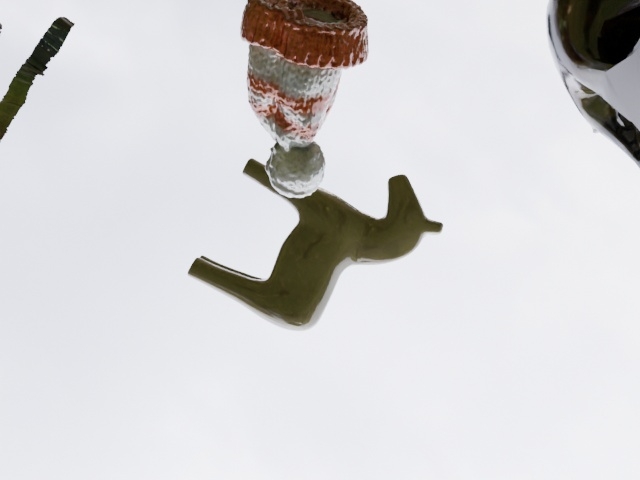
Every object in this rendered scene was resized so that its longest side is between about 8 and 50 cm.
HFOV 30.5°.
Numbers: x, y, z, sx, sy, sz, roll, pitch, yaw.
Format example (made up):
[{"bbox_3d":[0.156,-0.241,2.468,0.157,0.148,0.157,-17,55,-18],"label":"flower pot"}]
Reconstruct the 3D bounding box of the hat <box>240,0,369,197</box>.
[{"bbox_3d":[-0.018,-0.114,0.945,0.112,0.162,0.093,-17,-140,-43],"label":"hat"}]

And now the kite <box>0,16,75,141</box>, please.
[{"bbox_3d":[-0.243,-0.051,0.605,0.169,0.015,0.310,30,-131,-16],"label":"kite"}]

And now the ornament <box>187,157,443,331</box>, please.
[{"bbox_3d":[0.000,0.000,1.392,0.245,0.230,0.061,28,-175,3],"label":"ornament"}]

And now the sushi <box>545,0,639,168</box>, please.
[{"bbox_3d":[0.222,-0.116,0.529,0.212,0.215,0.227,29,-117,31],"label":"sushi"}]
